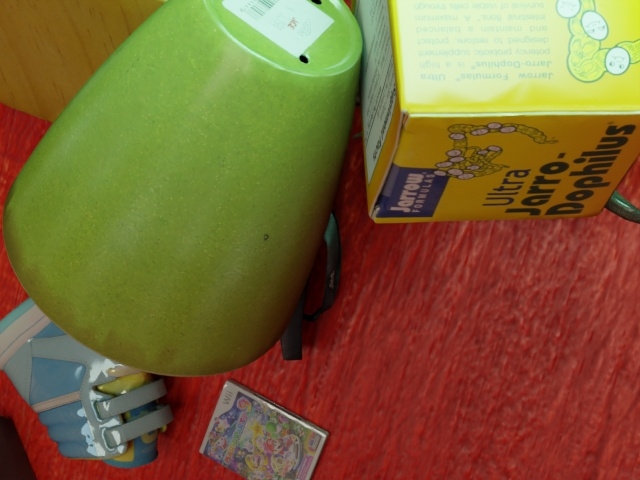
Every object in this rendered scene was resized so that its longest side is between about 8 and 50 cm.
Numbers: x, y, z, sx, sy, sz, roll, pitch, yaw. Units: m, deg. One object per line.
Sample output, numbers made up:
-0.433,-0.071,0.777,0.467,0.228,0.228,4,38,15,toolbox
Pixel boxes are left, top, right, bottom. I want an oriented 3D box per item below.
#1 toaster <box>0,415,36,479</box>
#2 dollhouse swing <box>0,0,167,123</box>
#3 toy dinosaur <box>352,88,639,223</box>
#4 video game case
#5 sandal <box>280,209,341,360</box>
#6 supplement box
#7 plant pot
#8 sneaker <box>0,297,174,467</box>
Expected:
-0.399,0.295,1.662,0.168,0.110,0.186,-24,88,25,toaster
-0.181,-0.310,1.505,0.347,0.305,0.315,20,147,19,dollhouse swing
0.183,-0.110,1.350,0.313,0.160,0.121,28,68,5,toy dinosaur
-0.058,0.207,1.555,0.122,0.011,0.087,27,108,18,video game case
0.000,0.000,1.459,0.054,0.097,0.254,10,104,-5,sandal
0.129,-0.214,1.195,0.195,0.194,0.356,-1,68,-6,supplement box
-0.090,-0.082,1.258,0.275,0.275,0.293,44,133,12,plant pot
-0.182,0.106,1.535,0.319,0.127,0.208,-37,80,33,sneaker
